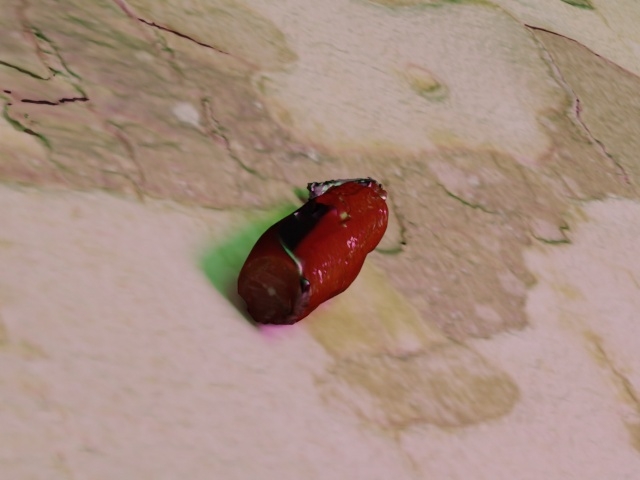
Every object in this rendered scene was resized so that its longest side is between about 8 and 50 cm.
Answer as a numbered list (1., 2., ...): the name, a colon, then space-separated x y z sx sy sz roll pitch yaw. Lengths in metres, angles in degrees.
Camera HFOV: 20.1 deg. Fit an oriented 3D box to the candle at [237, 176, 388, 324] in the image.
1. candle: 0.000 0.000 0.897 0.162 0.048 0.053 -42 118 -63
